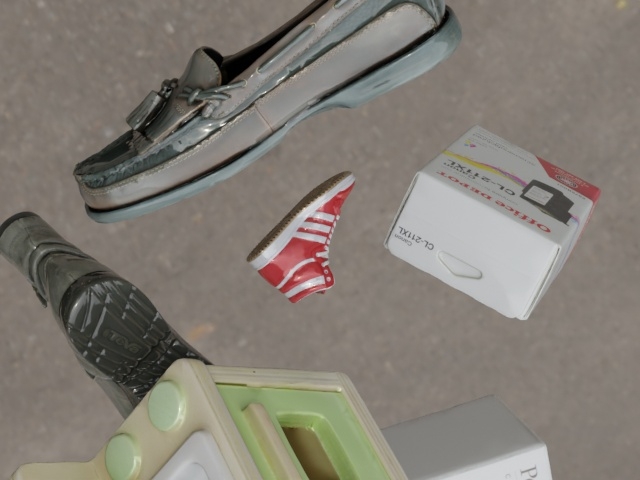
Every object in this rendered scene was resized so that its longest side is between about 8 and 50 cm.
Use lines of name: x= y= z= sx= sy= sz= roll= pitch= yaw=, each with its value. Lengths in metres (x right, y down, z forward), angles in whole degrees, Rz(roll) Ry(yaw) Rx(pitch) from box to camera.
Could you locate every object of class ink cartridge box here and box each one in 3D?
ink cartridge box: x=0.143 y=-0.019 z=1.198 sx=0.072 sy=0.127 sz=0.175 roll=-66 pitch=169 yaw=23

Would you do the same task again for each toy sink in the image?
toy sink: x=-0.059 y=0.174 z=0.977 sx=0.234 sy=0.152 sz=0.131 roll=9 pitch=131 yaw=-45

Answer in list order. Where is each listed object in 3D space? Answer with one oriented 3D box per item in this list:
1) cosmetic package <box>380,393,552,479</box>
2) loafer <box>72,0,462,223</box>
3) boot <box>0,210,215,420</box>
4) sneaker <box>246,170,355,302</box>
cosmetic package: x=0.030 y=0.357 z=1.617 sx=0.453 sy=0.161 sz=0.230 roll=-17 pitch=107 yaw=-10
loafer: x=-0.044 y=-0.106 z=0.940 sx=0.268 sy=0.096 sz=0.084 roll=-27 pitch=117 yaw=-1
boot: x=-0.147 y=0.083 z=1.147 sx=0.083 sy=0.161 sz=0.246 roll=-39 pitch=126 yaw=-12
sneaker: x=0.000 y=0.000 z=1.232 sx=0.118 sy=0.067 sz=0.042 roll=-45 pitch=-169 yaw=-18
